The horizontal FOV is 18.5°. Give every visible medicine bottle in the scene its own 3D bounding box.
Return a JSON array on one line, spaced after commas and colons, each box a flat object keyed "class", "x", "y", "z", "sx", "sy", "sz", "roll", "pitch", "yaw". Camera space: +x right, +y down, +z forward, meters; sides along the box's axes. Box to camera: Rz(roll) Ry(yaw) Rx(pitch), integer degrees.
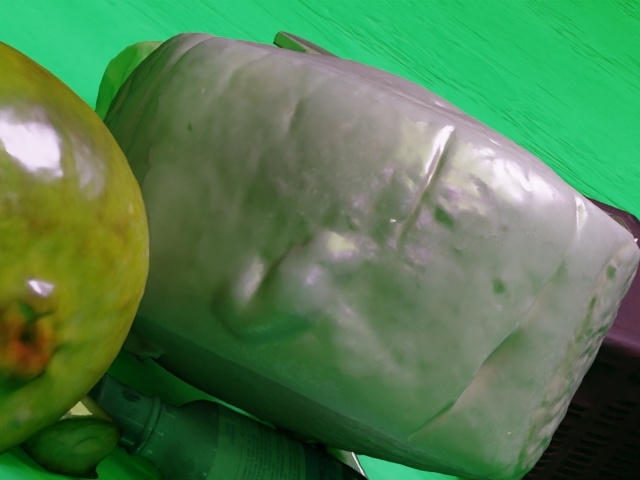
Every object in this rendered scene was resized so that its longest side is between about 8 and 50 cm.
[{"class": "medicine bottle", "x": -0.059, "y": 0.148, "z": 1.293, "sx": 0.208, "sy": 0.054, "sz": 0.090, "roll": 26, "pitch": 24, "yaw": -15}]

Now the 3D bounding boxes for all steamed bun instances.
[{"class": "steamed bun", "x": -0.004, "y": -0.002, "z": 1.283, "sx": 0.383, "sy": 0.247, "sz": 0.236, "roll": 25, "pitch": -6, "yaw": 20}]

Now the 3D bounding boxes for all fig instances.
[{"class": "fig", "x": -0.263, "y": -0.013, "z": 1.116, "sx": 0.326, "sy": 0.258, "sz": 0.258, "roll": 29, "pitch": 19, "yaw": 30}]

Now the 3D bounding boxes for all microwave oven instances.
[{"class": "microwave oven", "x": 0.197, "y": 0.088, "z": 1.572, "sx": 0.188, "sy": 0.178, "sz": 0.247, "roll": 20, "pitch": 27, "yaw": -33}]

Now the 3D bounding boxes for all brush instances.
[{"class": "brush", "x": 0.061, "y": -0.121, "z": 1.643, "sx": 0.085, "sy": 0.020, "sz": 0.336, "roll": 14, "pitch": 13, "yaw": -41}]

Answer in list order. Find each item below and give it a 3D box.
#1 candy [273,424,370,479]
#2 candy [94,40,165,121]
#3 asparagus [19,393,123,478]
[{"class": "candy", "x": 0.029, "y": 0.169, "z": 1.387, "sx": 0.194, "sy": 0.062, "sz": 0.058, "roll": 56, "pitch": -14, "yaw": 22}, {"class": "candy", "x": -0.034, "y": -0.078, "z": 1.663, "sx": 0.343, "sy": 0.132, "sz": 0.142, "roll": 13, "pitch": -10, "yaw": -43}, {"class": "asparagus", "x": -0.236, "y": 0.046, "z": 1.250, "sx": 0.277, "sy": 0.067, "sz": 0.060, "roll": 42, "pitch": 60, "yaw": 18}]
